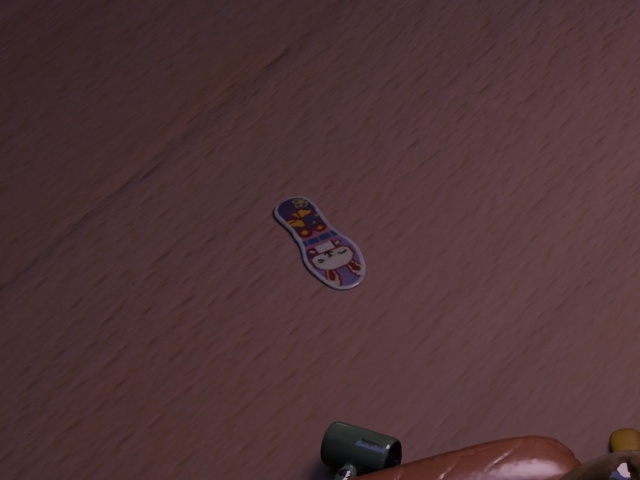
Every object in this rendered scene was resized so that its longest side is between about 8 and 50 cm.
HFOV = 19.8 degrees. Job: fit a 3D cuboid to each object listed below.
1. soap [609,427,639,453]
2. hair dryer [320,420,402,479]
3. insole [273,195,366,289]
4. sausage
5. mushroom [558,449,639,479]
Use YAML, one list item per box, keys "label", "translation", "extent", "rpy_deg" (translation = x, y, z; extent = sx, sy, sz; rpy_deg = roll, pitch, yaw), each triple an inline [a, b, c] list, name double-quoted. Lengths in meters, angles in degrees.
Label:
- label: "soap"
  translation: [0.295, 0.212, 1.751]
  extent: [0.034, 0.012, 0.089]
  rpy_deg: [-5, 37, 8]
- label: "hair dryer"
  translation: [0.017, 0.241, 1.759]
  extent: [0.071, 0.047, 0.150]
  rpy_deg: [13, 49, 26]
- label: "insole"
  translation: [0.000, 0.000, 2.107]
  extent: [0.065, 0.004, 0.197]
  rpy_deg: [-20, 38, -13]
- label: "sausage"
  translation: [0.102, 0.256, 1.651]
  extent: [0.304, 0.121, 0.121]
  rpy_deg: [-14, 37, -7]
- label: "mushroom"
  translation: [0.268, 0.278, 1.514]
  extent: [0.226, 0.178, 0.226]
  rpy_deg: [-14, 55, 21]
